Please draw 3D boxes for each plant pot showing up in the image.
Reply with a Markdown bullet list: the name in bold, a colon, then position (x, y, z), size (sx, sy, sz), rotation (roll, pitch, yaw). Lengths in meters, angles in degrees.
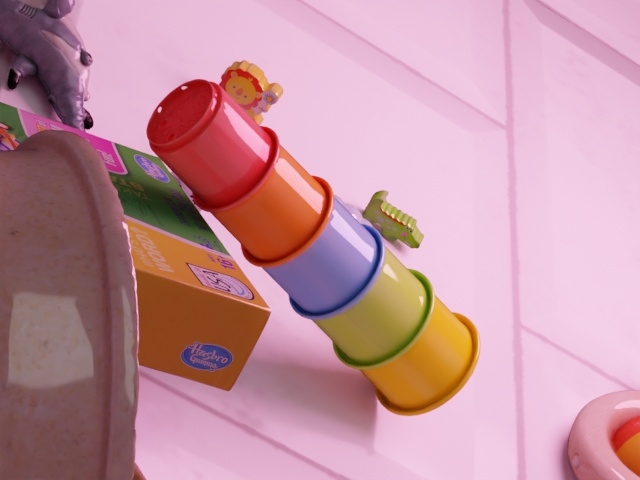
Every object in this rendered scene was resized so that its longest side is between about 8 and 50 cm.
- **plant pot**: position (-0.288, 0.088, 0.910), size (0.305, 0.334, 0.333), rotation (9, 45, -25)

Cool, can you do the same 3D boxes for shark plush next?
- **shark plush**: position (-0.215, -0.129, 1.463), size (0.067, 0.073, 0.161), rotation (-14, 82, -30)

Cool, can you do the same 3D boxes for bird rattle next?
- **bird rattle**: position (0.305, 0.175, 1.573), size (0.207, 0.143, 0.253), rotation (7, 42, -20)

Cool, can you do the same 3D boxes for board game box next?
- **board game box**: position (-0.214, -0.025, 1.230), size (0.317, 0.064, 0.242), rotation (19, 18, -32)

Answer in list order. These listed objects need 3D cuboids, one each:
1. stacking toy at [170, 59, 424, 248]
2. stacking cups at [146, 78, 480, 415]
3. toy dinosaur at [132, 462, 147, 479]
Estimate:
- **stacking toy**: position (-0.013, -0.035, 1.538), size (0.221, 0.052, 0.167), rotation (38, 33, -8)
- **stacking cups**: position (0.000, 0.000, 1.366), size (0.316, 0.096, 0.096), rotation (49, 25, -36)
- **toy dinosaur**: position (-0.176, 0.105, 1.216), size (0.211, 0.064, 0.112), rotation (27, 47, -5)
